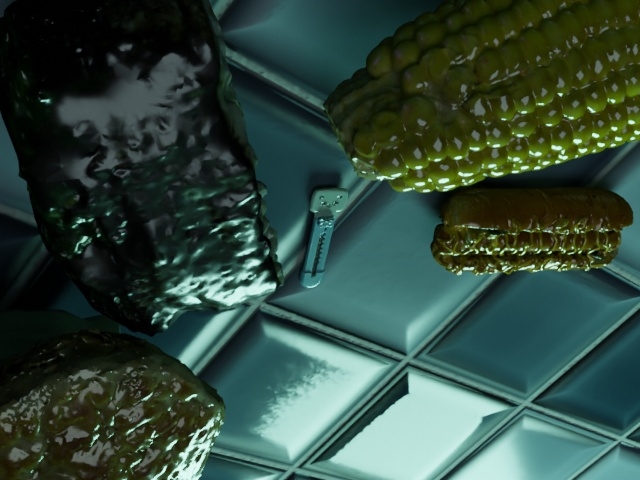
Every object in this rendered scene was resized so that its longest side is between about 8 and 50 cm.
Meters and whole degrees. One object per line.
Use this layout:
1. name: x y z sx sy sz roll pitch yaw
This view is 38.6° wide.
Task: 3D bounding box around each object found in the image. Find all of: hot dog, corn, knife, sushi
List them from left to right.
1. sushi: -0.100 -0.042 0.512 0.127 0.124 0.225 -17 137 -7
2. knife: 0.000 0.000 0.667 0.027 0.010 0.096 -2 132 -17
3. hot dog: 0.158 -0.008 0.692 0.165 0.045 0.071 -2 133 -20
4. corn: 0.172 -0.119 0.537 0.347 0.130 0.130 -21 135 -2

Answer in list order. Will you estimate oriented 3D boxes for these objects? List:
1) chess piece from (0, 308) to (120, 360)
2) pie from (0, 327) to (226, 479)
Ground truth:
1. chess piece: -0.226 0.181 0.677 0.176 0.175 0.298 -5 119 -15
2. pie: -0.153 0.132 0.573 0.194 0.079 0.163 -27 120 5
